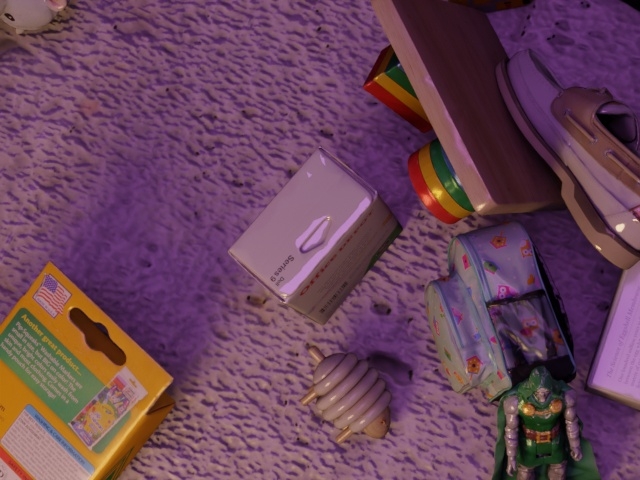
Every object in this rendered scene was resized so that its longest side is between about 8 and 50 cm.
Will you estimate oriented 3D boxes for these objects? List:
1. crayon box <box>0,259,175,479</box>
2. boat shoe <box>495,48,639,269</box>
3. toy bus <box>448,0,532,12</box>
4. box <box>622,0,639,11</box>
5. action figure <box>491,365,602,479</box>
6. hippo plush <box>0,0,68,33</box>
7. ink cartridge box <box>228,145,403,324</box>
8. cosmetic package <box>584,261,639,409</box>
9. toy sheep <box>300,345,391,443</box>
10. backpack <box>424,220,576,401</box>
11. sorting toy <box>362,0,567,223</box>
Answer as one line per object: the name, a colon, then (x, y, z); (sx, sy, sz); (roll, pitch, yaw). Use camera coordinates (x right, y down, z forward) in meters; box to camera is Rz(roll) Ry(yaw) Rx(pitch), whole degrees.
crayon box: (-0.313, 0.205, 1.587); (0.203, 0.083, 0.323); (42, 106, 13)
boat shoe: (0.293, -0.110, 1.487); (0.103, 0.113, 0.302); (-44, 51, 23)
toy bus: (0.194, -0.444, 1.629); (0.130, 0.108, 0.332); (-8, 81, 10)
box: (0.408, -0.404, 1.592); (0.184, 0.103, 0.261); (34, 88, 15)
action figure: (0.233, 0.212, 1.465); (0.137, 0.232, 0.063); (-10, 44, 1)
hippo plush: (-0.407, -0.370, 1.696); (0.294, 0.234, 0.236); (-13, 99, -34)
ink cartridge box: (0.000, 0.000, 1.538); (0.093, 0.212, 0.154); (40, 90, 13)
cosmetic package: (0.426, 0.092, 1.492); (0.225, 0.138, 0.224); (19, 85, 10)
toy sheep: (0.030, 0.173, 1.573); (0.091, 0.091, 0.132); (-44, 96, 1)
backpack: (0.191, 0.077, 1.519); (0.144, 0.166, 0.188); (-8, 77, -2)
sorting toy: (0.151, -0.134, 1.522); (0.089, 0.255, 0.257); (-31, 77, 28)
